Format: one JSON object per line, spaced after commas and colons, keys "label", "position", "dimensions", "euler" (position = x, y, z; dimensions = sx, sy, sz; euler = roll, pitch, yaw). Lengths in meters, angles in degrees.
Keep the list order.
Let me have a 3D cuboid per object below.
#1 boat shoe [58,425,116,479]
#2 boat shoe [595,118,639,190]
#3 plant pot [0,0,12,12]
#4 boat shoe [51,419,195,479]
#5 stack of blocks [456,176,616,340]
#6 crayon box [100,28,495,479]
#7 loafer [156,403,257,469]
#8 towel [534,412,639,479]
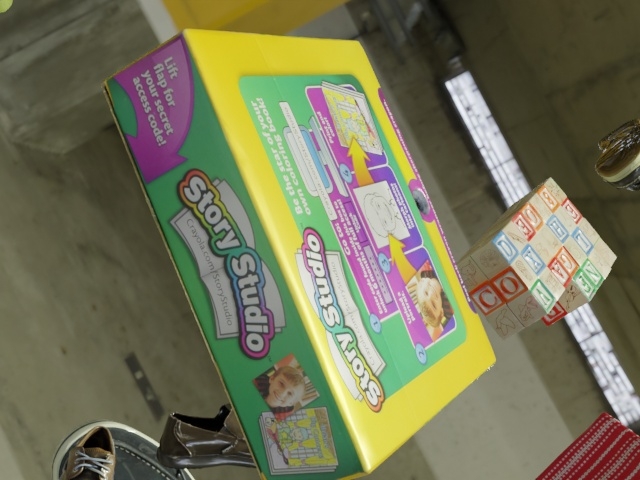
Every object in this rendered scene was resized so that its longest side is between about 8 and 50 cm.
{"label": "boat shoe", "position": [-0.262, 0.262, 1.077], "dimensions": [0.066, 0.066, 0.183], "euler": [17, 11, -16]}
{"label": "boat shoe", "position": [0.270, -0.068, 0.827], "dimensions": [0.049, 0.056, 0.152], "euler": [50, 25, -3]}
{"label": "plant pot", "position": [-0.351, -0.272, 0.988], "dimensions": [0.079, 0.083, 0.083], "euler": [80, -12, -45]}
{"label": "boat shoe", "position": [-0.214, 0.475, 1.455], "dimensions": [0.500, 0.186, 0.156], "euler": [58, -24, -13]}
{"label": "stack of blocks", "position": [0.329, 0.036, 1.465], "dimensions": [0.171, 0.087, 0.297], "euler": [52, 36, 2]}
{"label": "crayon box", "position": [0.000, 0.000, 0.875], "dimensions": [0.313, 0.106, 0.363], "euler": [-18, 85, -60]}
{"label": "loafer", "position": [-0.111, 0.262, 1.318], "dimensions": [0.080, 0.220, 0.078], "euler": [-152, -118, -71]}
{"label": "towel", "position": [0.322, 0.315, 1.102], "dimensions": [0.031, 0.199, 0.275], "euler": [46, 0, -18]}
